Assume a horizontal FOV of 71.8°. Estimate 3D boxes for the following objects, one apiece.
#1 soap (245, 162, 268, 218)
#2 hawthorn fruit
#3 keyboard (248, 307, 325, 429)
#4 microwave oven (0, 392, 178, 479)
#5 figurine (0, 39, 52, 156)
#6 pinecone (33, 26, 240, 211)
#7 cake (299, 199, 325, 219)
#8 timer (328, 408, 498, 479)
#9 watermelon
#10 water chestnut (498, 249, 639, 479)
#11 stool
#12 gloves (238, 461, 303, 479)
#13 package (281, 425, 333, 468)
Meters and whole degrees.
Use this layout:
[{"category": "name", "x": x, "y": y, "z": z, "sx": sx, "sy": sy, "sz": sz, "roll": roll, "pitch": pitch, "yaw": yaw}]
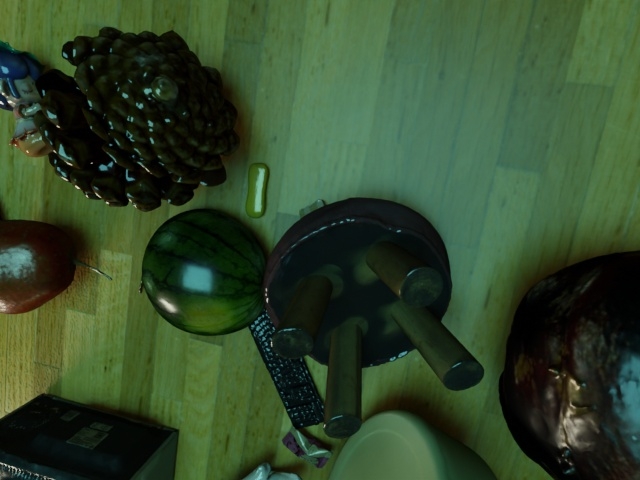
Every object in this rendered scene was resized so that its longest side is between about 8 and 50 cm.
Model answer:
[{"category": "soap", "x": -0.102, "y": -0.079, "z": 0.707, "sx": 0.034, "sy": 0.012, "sz": 0.089, "roll": 10, "pitch": 100, "yaw": 11}, {"category": "hawthorn fruit", "x": -0.471, "y": 0.035, "z": 0.740, "sx": 0.204, "sy": 0.162, "sz": 0.162, "roll": -12, "pitch": 96, "yaw": -2}, {"category": "keyboard", "x": -0.060, "y": 0.207, "z": 0.737, "sx": 0.072, "sy": 0.023, "sz": 0.231, "roll": -21, "pitch": 93, "yaw": 16}, {"category": "microwave oven", "x": -0.432, "y": 0.431, "z": 0.767, "sx": 0.295, "sy": 0.181, "sz": 0.237, "roll": 11, "pitch": 101, "yaw": 10}, {"category": "figurine", "x": -0.488, "y": -0.230, "z": 0.716, "sx": 0.102, "sy": 0.111, "sz": 0.194, "roll": -23, "pitch": 93, "yaw": -6}, {"category": "pinecone", "x": -0.261, "y": -0.161, "z": 0.616, "sx": 0.264, "sy": 0.264, "sz": 0.263, "roll": 2, "pitch": 99, "yaw": 12}, {"category": "cake", "x": 0.000, "y": 0.000, "z": 0.691, "sx": 0.052, "sy": 0.065, "sz": 0.121, "roll": -18, "pitch": 72, "yaw": 14}, {"category": "timer", "x": 0.196, "y": 0.431, "z": 0.622, "sx": 0.315, "sy": 0.290, "sz": 0.290, "roll": 27, "pitch": 104, "yaw": -17}, {"category": "watermelon", "x": -0.199, "y": 0.055, "z": 0.691, "sx": 0.232, "sy": 0.127, "sz": 0.204, "roll": 25, "pitch": 106, "yaw": 13}, {"category": "water chestnut", "x": 0.399, "y": 0.162, "z": 0.477, "sx": 0.336, "sy": 0.347, "sz": 0.334, "roll": 6, "pitch": 70, "yaw": -18}, {"category": "stool", "x": 0.060, "y": 0.097, "z": 0.573, "sx": 0.272, "sy": 0.178, "sz": 0.271, "roll": -3, "pitch": 118, "yaw": -5}, {"category": "gloves", "x": -0.120, "y": 0.454, "z": 0.750, "sx": 0.229, "sy": 0.097, "sz": 0.119, "roll": -32, "pitch": 96, "yaw": 19}, {"category": "package", "x": -0.023, "y": 0.350, "z": 0.745, "sx": 0.083, "sy": 0.029, "sz": 0.059, "roll": 32, "pitch": 127, "yaw": 7}]
